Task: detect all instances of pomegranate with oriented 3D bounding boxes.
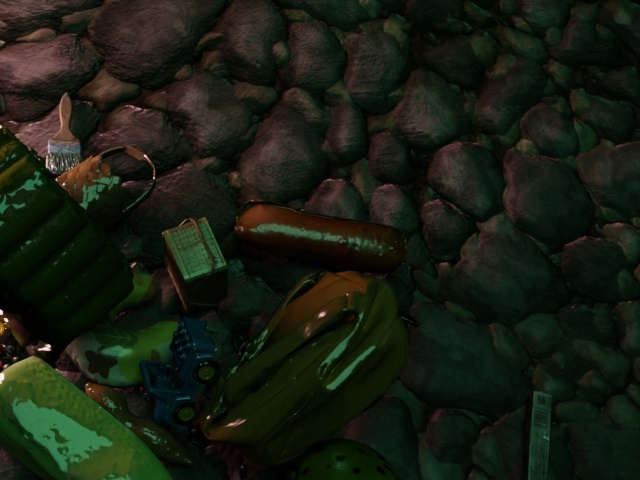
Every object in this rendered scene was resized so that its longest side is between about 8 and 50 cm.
[{"bbox_3d":[0.046,0.450,1.541,0.231,0.230,0.286,-48,121,-31],"label":"pomegranate"}]

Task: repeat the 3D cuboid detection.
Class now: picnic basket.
[{"bbox_3d":[-0.380,-0.097,1.775,0.128,0.138,0.178,41,65,13],"label":"picnic basket"},{"bbox_3d":[-0.219,0.044,1.719,0.079,0.164,0.115,-20,67,-15],"label":"picnic basket"}]

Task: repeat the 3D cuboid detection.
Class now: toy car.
[{"bbox_3d":[-0.233,0.212,1.586,0.100,0.191,0.097,16,21,-26],"label":"toy car"}]

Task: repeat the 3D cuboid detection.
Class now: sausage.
[{"bbox_3d":[0.000,0.000,1.838,0.330,0.102,0.102,12,58,-8],"label":"sausage"}]

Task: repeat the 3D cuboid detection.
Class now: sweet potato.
[{"bbox_3d":[-0.302,0.309,1.601,0.218,0.051,0.065,37,100,1],"label":"sweet potato"}]

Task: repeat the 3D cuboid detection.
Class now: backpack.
[{"bbox_3d":[-0.022,0.209,1.581,0.378,0.353,0.201,-41,98,1],"label":"backpack"}]

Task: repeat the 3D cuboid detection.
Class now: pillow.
[{"bbox_3d":[-0.346,0.144,1.681,0.214,0.086,0.233,-25,65,-37],"label":"pillow"}]

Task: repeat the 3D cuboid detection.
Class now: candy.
[{"bbox_3d":[-0.380,0.328,1.531,0.343,0.132,0.142,39,40,8],"label":"candy"}]

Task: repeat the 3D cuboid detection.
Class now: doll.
[{"bbox_3d":[-0.557,0.174,1.627,0.114,0.039,0.057,34,63,4],"label":"doll"}]

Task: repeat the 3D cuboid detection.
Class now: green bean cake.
[{"bbox_3d":[-0.486,-0.013,1.535,0.218,0.319,0.335,-44,43,-14],"label":"green bean cake"}]

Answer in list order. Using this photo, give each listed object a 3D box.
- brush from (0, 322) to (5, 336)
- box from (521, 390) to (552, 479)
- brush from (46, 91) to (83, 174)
[{"bbox_3d":[-0.612,0.116,1.640,0.205,0.011,0.083,22,55,15],"label":"brush"},{"bbox_3d":[0.381,0.369,1.738,0.041,0.050,0.207,13,57,-2],"label":"box"},{"bbox_3d":[-0.489,-0.209,1.885,0.070,0.021,0.196,2,59,-15],"label":"brush"}]
